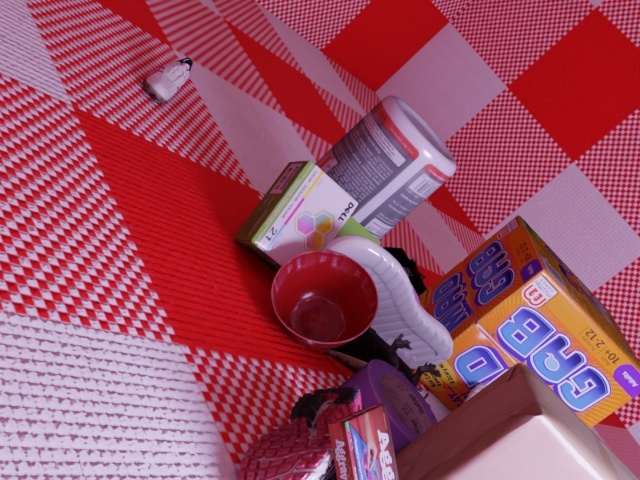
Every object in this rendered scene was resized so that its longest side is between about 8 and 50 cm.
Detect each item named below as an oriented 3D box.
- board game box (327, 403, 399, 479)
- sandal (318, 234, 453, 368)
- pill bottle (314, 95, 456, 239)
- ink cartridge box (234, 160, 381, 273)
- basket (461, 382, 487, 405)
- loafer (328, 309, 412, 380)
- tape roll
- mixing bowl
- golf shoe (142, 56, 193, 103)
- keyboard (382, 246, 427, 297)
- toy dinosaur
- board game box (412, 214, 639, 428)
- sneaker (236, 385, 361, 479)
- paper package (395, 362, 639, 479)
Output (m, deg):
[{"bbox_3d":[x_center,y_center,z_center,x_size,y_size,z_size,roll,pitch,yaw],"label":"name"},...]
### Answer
[{"bbox_3d":[0.071,0.356,1.027,0.145,0.027,0.281,3,76,-67],"label":"board game box"},{"bbox_3d":[0.117,0.113,1.582,0.416,0.169,0.102,52,25,-39],"label":"sandal"},{"bbox_3d":[0.083,-0.107,1.702,0.210,0.363,0.210,42,19,-18],"label":"pill bottle"},{"bbox_3d":[0.000,0.000,1.539,0.255,0.189,0.097,40,-13,-22],"label":"ink cartridge box"},{"bbox_3d":[0.326,0.366,1.657,0.113,0.103,0.167,32,13,16],"label":"basket"},{"bbox_3d":[0.079,0.201,1.537,0.220,0.080,0.078,46,3,-27],"label":"loafer"},{"bbox_3d":[0.116,0.299,1.387,0.189,0.080,0.189,42,19,-18],"label":"tape roll"},{"bbox_3d":[0.002,0.117,1.412,0.181,0.181,0.098,56,-24,24],"label":"mixing bowl"},{"bbox_3d":[-0.317,-0.345,1.729,0.067,0.086,0.186,44,19,-16],"label":"golf shoe"},{"bbox_3d":[0.232,0.095,2.208,0.100,0.038,0.192,5,42,-32],"label":"keyboard"},{"bbox_3d":[0.140,0.244,1.496,0.268,0.118,0.064,40,14,-25],"label":"toy dinosaur"},{"bbox_3d":[0.456,0.229,1.883,0.356,0.356,0.356,45,17,-11],"label":"board game box"},{"bbox_3d":[-0.004,0.289,1.076,0.299,0.121,0.112,-27,106,-64],"label":"sneaker"},{"bbox_3d":[0.297,0.402,1.208,0.325,0.309,0.168,46,15,-10],"label":"paper package"}]
